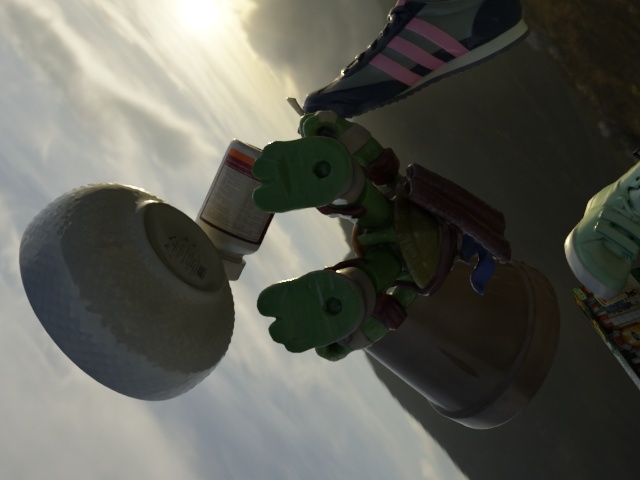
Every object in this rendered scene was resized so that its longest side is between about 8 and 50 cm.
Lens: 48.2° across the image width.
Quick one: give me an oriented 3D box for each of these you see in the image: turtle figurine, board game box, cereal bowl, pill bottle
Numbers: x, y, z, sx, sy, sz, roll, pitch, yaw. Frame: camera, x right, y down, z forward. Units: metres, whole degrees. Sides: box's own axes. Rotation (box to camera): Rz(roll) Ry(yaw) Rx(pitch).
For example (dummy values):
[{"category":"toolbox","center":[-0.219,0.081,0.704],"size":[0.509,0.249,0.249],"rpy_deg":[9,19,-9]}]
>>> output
[{"category":"turtle figurine","center":[0.000,0.000,0.592],"size":[0.274,0.198,0.266],"rpy_deg":[30,-170,17]},{"category":"board game box","center":[0.458,0.127,0.958],"size":[0.260,0.136,0.030],"rpy_deg":[-105,-2,-57]},{"category":"cereal bowl","center":[-0.240,0.047,1.017],"size":[0.339,0.141,0.339],"rpy_deg":[45,-160,-21]},{"category":"pill bottle","center":[-0.140,-0.051,1.218],"size":[0.121,0.221,0.121],"rpy_deg":[25,-173,-3]}]

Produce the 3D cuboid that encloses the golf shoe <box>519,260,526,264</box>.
[{"category":"golf shoe","center":[0.388,0.116,1.498],"size":[0.067,0.086,0.186],"rpy_deg":[29,147,5]}]

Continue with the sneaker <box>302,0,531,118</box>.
[{"category":"sneaker","center":[0.106,-0.260,0.934],"size":[0.112,0.319,0.131],"rpy_deg":[-120,5,-70]}]

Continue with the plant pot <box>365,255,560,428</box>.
[{"category":"plant pot","center":[0.215,0.147,1.300],"size":[0.280,0.323,0.323],"rpy_deg":[23,-160,-22]}]

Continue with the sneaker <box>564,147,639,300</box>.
[{"category":"sneaker","center":[0.439,-0.034,1.017],"size":[0.094,0.151,0.256],"rpy_deg":[35,-136,-1]}]
